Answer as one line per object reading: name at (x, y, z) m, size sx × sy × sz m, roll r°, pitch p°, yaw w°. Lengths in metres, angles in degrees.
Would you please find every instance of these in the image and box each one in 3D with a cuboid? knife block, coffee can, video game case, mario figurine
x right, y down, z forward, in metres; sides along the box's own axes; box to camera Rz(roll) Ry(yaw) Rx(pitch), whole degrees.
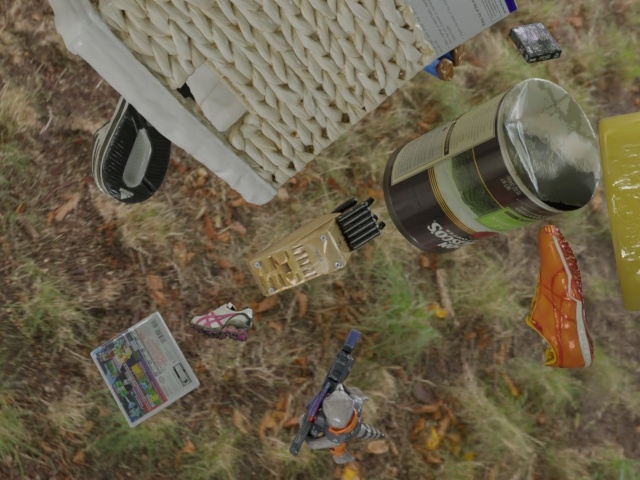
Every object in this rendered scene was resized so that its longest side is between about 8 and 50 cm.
knife block at (0.000, 0.000, 1.697) m, size 0.088 × 0.275 × 0.242 m, roll 63°, pitch 20°, yaw -12°
coffee can at (0.258, -0.106, 1.211) m, size 0.201 × 0.275 × 0.202 m, roll 10°, pitch 71°, yaw -31°
video game case at (-0.405, 0.297, 1.795) m, size 0.183 × 0.023 × 0.201 m, roll -32°, pitch 78°, yaw -4°
mario figurine at (0.244, -0.573, 2.242) m, size 0.198 × 0.320 × 0.170 m, roll -34°, pitch 140°, yaw -54°

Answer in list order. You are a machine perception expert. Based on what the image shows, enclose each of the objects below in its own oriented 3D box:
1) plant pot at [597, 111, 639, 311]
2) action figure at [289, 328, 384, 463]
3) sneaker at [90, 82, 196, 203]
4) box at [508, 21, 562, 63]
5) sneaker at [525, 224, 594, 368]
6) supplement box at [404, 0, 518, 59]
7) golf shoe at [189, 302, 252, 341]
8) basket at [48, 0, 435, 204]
plant pot at (0.489, -0.049, 0.975) m, size 0.254 × 0.238 × 0.254 m, roll -8°, pitch 90°, yaw -69°
action figure at (0.076, 0.412, 1.950) m, size 0.178 × 0.330 × 0.342 m, roll 24°, pitch 79°, yaw 18°
sneaker at (-0.369, -0.301, 1.610) m, size 0.169 × 0.257 × 0.448 m, roll 27°, pitch 83°, yaw -33°
box at (0.397, -0.366, 1.437) m, size 0.067 × 0.018 × 0.083 m, roll -14°, pitch 57°, yaw -13°
sneaker at (0.252, 0.067, 0.840) m, size 0.064 × 0.067 × 0.175 m, roll -53°, pitch 132°, yaw -61°
supplement box at (0.125, -0.309, 1.021) m, size 0.114 × 0.220 × 0.111 m, roll 42°, pitch 22°, yaw -49°
golf shoe at (-0.232, 0.192, 1.852) m, size 0.067 × 0.186 × 0.086 m, roll 41°, pitch 58°, yaw -45°
basket at (-0.102, -0.280, 0.811) m, size 0.266 × 0.331 × 0.328 m, roll -36°, pitch 145°, yaw 8°
